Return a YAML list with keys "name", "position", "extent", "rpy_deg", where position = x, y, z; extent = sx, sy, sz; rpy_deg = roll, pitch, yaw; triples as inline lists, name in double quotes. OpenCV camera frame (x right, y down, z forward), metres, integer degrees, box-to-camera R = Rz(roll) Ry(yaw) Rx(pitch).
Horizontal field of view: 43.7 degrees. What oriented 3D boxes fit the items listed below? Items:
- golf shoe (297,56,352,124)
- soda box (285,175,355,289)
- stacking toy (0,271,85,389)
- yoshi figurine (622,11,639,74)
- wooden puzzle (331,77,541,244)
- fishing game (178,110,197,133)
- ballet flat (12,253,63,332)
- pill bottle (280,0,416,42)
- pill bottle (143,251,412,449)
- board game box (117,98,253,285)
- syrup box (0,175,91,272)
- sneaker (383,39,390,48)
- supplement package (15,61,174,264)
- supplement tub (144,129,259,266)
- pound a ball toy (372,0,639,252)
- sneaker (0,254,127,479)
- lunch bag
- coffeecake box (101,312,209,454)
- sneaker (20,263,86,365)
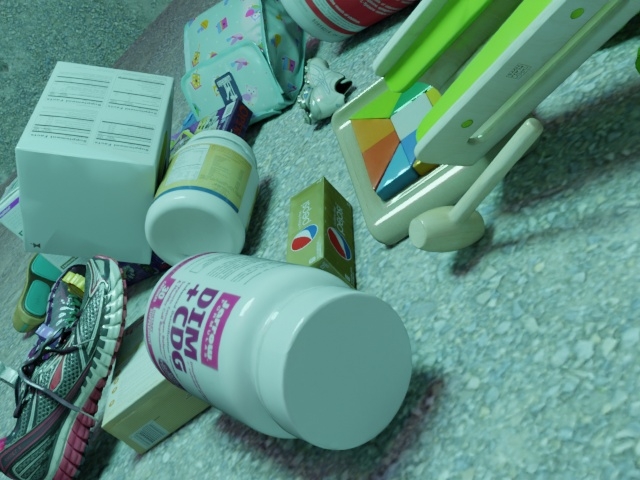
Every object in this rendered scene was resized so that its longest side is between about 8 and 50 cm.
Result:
- name: "golf shoe"
  position: [0.015, -0.256, 1.333]
  extent: [0.086, 0.069, 0.176]
  rpy_deg: [-12, 39, 15]
- name: "soda box"
  position: [0.000, 0.000, 0.962]
  extent: [0.058, 0.061, 0.181]
  rpy_deg: [-34, 28, 21]
- name: "stacking toy"
  position: [-0.365, 0.161, 1.137]
  extent: [0.167, 0.052, 0.221]
  rpy_deg: [-56, -16, -25]
- name: "yoshi figurine"
  position: [0.319, -0.271, 0.798]
  extent: [0.362, 0.204, 0.203]
  rpy_deg: [8, 72, 55]
- name: "wooden puzzle"
  position: [0.120, -0.138, 0.947]
  extent: [0.221, 0.044, 0.238]
  rpy_deg: [-35, 44, 17]
- name: "fishing game"
  position: [-0.264, -0.235, 1.697]
  extent: [0.189, 0.041, 0.264]
  rpy_deg: [-21, 39, 51]
- name: "ballet flat"
  position: [-0.567, 0.095, 1.601]
  extent: [0.073, 0.080, 0.232]
  rpy_deg: [-48, 21, 27]
- name: "pill bottle"
  position: [0.127, -0.516, 1.349]
  extent: [0.408, 0.229, 0.229]
  rpy_deg: [-18, 36, 40]
- name: "pill bottle"
  position: [-0.051, 0.099, 0.778]
  extent: [0.160, 0.160, 0.283]
  rpy_deg: [-53, 28, -18]
- name: "board game box"
  position: [-0.247, -0.087, 1.414]
  extent: [0.208, 0.056, 0.346]
  rpy_deg: [-16, 43, 36]
- name: "syrup box"
  position: [-0.453, -0.020, 1.422]
  extent: [0.096, 0.237, 0.093]
  rpy_deg: [-35, 27, 18]
- name: "sneaker"
  position: [0.193, -0.284, 1.035]
  extent: [0.262, 0.125, 0.104]
  rpy_deg: [-39, 26, 10]
- name: "supplement package"
  position: [-0.351, -0.127, 1.283]
  extent: [0.262, 0.198, 0.199]
  rpy_deg: [-93, 12, -50]
- name: "supplement tub"
  position: [-0.170, -0.063, 1.198]
  extent: [0.144, 0.144, 0.199]
  rpy_deg: [-29, 30, 27]
- name: "pound a ball toy"
  position: [0.189, -0.153, 0.754]
  extent: [0.319, 0.136, 0.208]
  rpy_deg: [-48, 55, 43]
- name: "sneaker"
  position: [-0.321, 0.159, 1.006]
  extent: [0.121, 0.112, 0.299]
  rpy_deg: [155, 133, -68]
- name: "lunch bag"
  position: [-0.147, -0.337, 1.541]
  extent: [0.223, 0.160, 0.262]
  rpy_deg: [-18, 62, 35]
- name: "coffeecake box"
  position: [-0.189, 0.149, 1.000]
  extent: [0.142, 0.068, 0.185]
  rpy_deg: [-38, 27, 16]
- name: "sneaker"
  position: [-0.404, 0.141, 1.308]
  extent: [0.098, 0.083, 0.223]
  rpy_deg: [-6, 59, 36]
